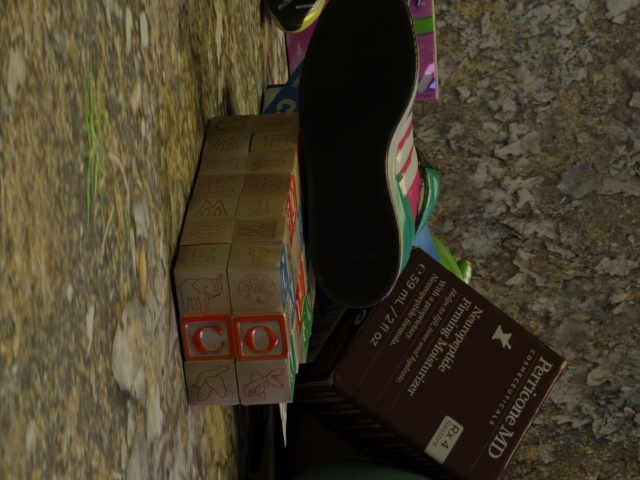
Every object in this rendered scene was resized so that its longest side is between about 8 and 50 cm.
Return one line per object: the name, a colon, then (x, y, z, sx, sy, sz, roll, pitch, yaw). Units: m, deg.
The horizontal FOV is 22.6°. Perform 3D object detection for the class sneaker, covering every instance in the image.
sneaker: (0.050, -0.098, 1.506, 0.178, 0.123, 0.296, -51, 145, -77)
sneaker: (-0.029, -0.307, 2.058, 0.208, 0.081, 0.094, -87, 175, -57)

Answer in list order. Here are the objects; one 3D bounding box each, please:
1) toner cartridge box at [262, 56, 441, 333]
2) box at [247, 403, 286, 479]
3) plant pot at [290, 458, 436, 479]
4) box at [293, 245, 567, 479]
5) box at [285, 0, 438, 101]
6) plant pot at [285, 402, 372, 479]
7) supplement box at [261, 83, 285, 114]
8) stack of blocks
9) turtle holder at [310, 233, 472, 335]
toner cartridge box: (0.023, -0.023, 1.718, 0.165, 0.075, 0.348, -56, 146, -22)
box: (-0.054, 0.260, 1.744, 0.164, 0.021, 0.201, -88, 174, -50)
plant pot: (0.040, 0.329, 1.564, 0.195, 0.290, 0.290, 53, -22, 44)
box: (0.098, 0.135, 1.616, 0.168, 0.203, 0.167, -57, -168, -18)
box: (0.058, -0.325, 2.306, 0.117, 0.213, 0.243, -85, 171, -63)
plant pot: (0.057, 0.275, 1.775, 0.237, 0.237, 0.254, 77, 23, -65)
supplement box: (-0.014, -0.088, 1.899, 0.220, 0.111, 0.114, -84, 171, -57)
stack of blocks: (-0.059, 0.026, 1.403, 0.297, 0.087, 0.171, -84, 170, -62)
turtle holder: (0.054, 0.133, 2.152, 0.320, 0.243, 0.227, -54, 170, 19)
